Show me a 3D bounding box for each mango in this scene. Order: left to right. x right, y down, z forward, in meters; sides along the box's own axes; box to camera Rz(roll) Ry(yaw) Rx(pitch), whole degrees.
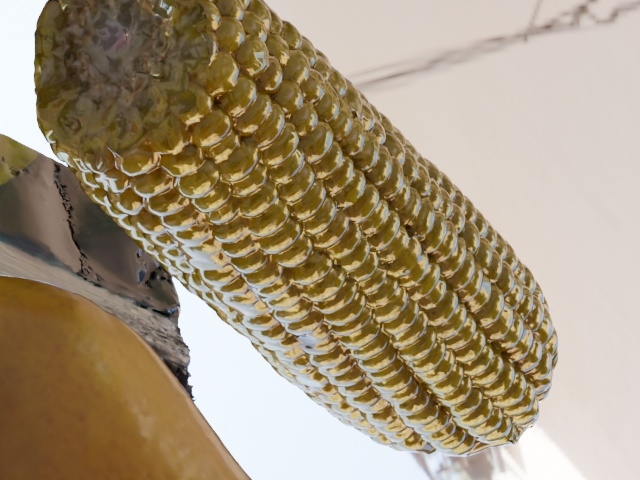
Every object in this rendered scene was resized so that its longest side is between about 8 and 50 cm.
[{"bbox_3d":[-0.072,0.112,0.501,0.141,0.102,0.217,-10,-76,15],"label":"mango"}]

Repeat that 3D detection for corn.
[{"bbox_3d":[0.000,0.000,0.880,0.144,0.387,0.144,-19,-127,28],"label":"corn"}]

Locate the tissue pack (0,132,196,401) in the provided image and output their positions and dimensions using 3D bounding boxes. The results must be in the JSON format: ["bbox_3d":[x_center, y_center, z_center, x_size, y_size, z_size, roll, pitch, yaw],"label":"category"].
[{"bbox_3d":[-0.328,0.043,1.237,0.264,0.416,0.253,-49,-146,20],"label":"tissue pack"}]
